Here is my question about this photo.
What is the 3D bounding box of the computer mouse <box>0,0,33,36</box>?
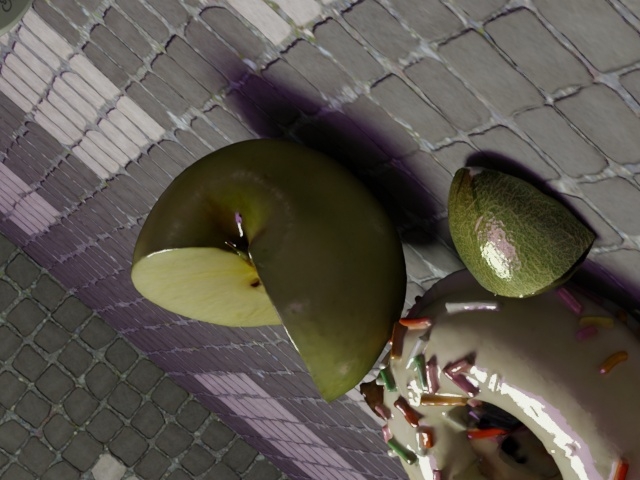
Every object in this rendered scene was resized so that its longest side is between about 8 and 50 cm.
[{"bbox_3d":[-0.420,-0.345,1.465,0.121,0.184,0.297,9,152,27],"label":"computer mouse"}]

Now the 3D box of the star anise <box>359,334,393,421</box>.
[{"bbox_3d":[0.186,0.198,1.678,0.237,0.148,0.346,43,168,-37],"label":"star anise"}]

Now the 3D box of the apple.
[{"bbox_3d":[-0.037,0.019,1.519,0.295,0.233,0.258,25,169,33],"label":"apple"}]

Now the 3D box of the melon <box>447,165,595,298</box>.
[{"bbox_3d":[0.162,-0.009,1.284,0.128,0.079,0.160,46,163,-28],"label":"melon"}]

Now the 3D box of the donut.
[{"bbox_3d":[0.213,0.202,1.418,0.383,0.142,0.382,28,135,32],"label":"donut"}]
